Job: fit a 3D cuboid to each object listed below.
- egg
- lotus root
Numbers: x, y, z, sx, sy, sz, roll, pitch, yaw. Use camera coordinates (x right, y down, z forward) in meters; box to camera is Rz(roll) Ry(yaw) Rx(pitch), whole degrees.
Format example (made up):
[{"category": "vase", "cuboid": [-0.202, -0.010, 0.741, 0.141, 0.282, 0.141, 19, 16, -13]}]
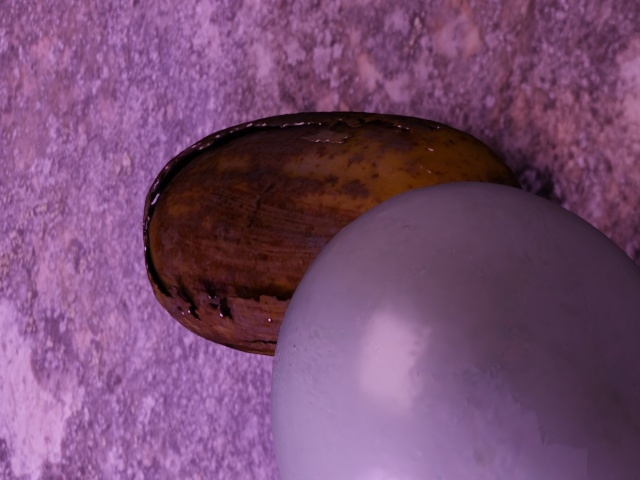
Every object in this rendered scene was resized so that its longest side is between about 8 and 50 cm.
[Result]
[{"category": "egg", "cuboid": [0.113, 0.131, 1.244, 0.276, 0.276, 0.389, 32, 156, 45]}, {"category": "lotus root", "cuboid": [0.000, 0.000, 1.507, 0.397, 0.179, 0.196, 0, 73, 45]}]
